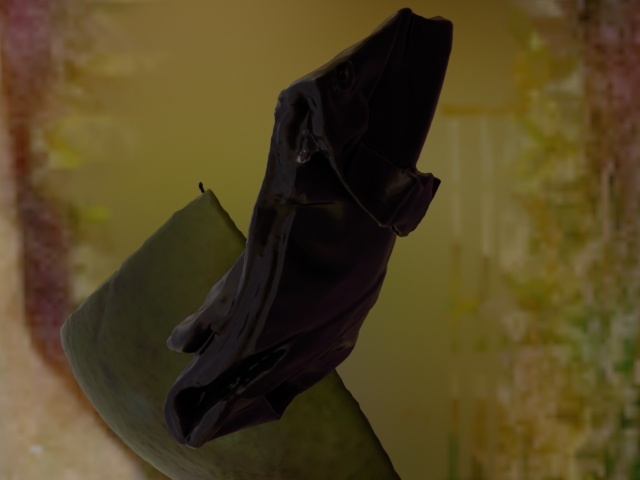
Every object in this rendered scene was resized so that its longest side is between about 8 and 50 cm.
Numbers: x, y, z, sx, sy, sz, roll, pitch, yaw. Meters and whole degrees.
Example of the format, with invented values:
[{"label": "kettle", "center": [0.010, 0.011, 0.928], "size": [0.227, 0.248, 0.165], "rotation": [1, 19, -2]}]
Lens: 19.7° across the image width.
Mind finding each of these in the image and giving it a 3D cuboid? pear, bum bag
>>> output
[{"label": "pear", "center": [-0.045, 0.109, 1.159], "size": [0.239, 0.139, 0.288], "rotation": [47, 174, 3]}, {"label": "bum bag", "center": [0.000, 0.000, 0.874], "size": [0.060, 0.123, 0.248], "rotation": [46, 137, 21]}]
